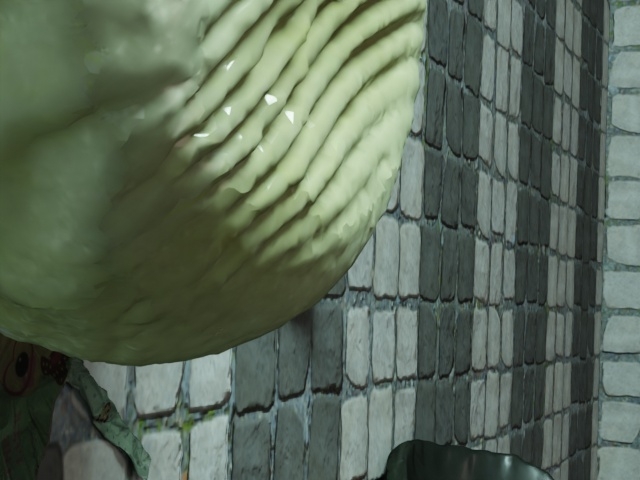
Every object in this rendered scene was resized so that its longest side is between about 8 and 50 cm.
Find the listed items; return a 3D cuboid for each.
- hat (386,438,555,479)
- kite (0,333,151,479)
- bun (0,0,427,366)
[{"bbox_3d":[0.130,0.405,1.438,0.366,0.257,0.381,16,39,-39],"label":"hat"},{"bbox_3d":[-0.137,0.068,0.813,0.250,0.012,0.229,65,33,-54],"label":"kite"},{"bbox_3d":[-0.089,-0.135,0.601,0.349,0.227,0.352,-53,143,-60],"label":"bun"}]
